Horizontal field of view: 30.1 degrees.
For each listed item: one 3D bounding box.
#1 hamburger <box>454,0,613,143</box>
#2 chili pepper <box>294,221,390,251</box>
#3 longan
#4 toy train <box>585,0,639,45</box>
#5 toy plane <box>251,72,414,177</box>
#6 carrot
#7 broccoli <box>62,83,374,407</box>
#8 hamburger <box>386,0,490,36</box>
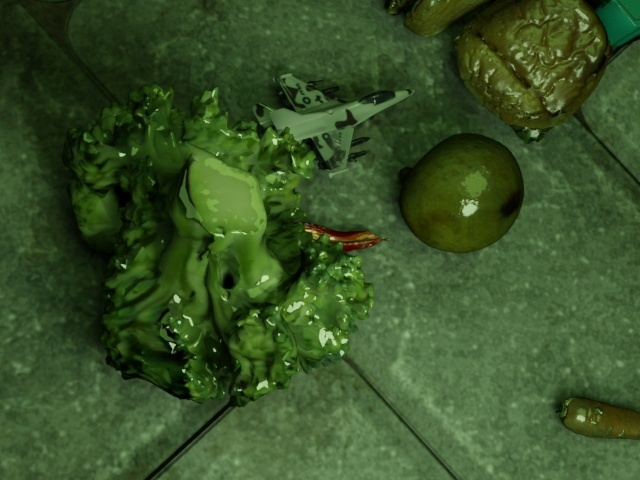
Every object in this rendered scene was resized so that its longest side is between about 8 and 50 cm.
[{"bbox_3d":[0.287,-0.248,1.572,0.206,0.130,0.183,-44,94,-16],"label":"hamburger"},{"bbox_3d":[0.000,0.000,1.452,0.178,0.027,0.045,-4,76,-19],"label":"chili pepper"},{"bbox_3d":[0.167,-0.063,1.474,0.154,0.145,0.176,-11,30,-44],"label":"longan"},{"bbox_3d":[0.430,-0.369,1.689,0.154,0.107,0.198,46,63,-6],"label":"toy train"},{"bbox_3d":[0.015,-0.151,1.494,0.234,0.082,0.160,-13,64,-37],"label":"toy plane"},{"bbox_3d":[0.409,0.237,1.492,0.254,0.049,0.049,14,67,-17],"label":"carrot"},{"bbox_3d":[-0.114,0.007,1.287,0.277,0.317,0.339,-9,105,-19],"label":"broccoli"},{"bbox_3d":[0.156,-0.361,1.560,0.185,0.159,0.131,-32,80,10],"label":"hamburger"}]
